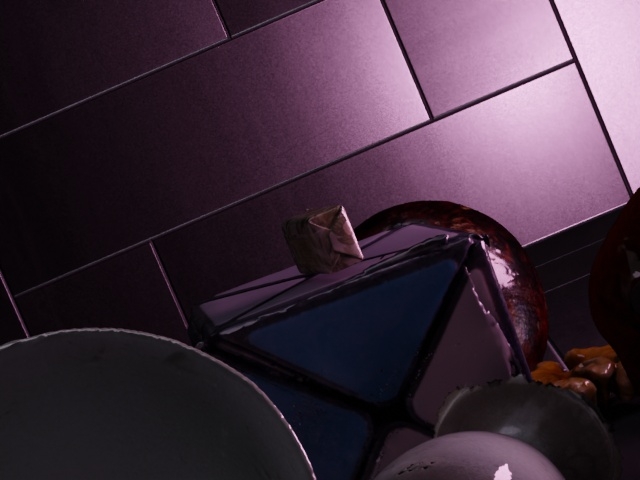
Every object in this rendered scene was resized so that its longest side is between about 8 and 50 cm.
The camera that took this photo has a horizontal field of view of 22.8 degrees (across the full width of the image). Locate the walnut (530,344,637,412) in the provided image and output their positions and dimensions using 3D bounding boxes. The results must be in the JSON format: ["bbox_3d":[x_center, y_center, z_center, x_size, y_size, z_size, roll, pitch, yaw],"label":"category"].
[{"bbox_3d":[0.307,0.169,1.852,0.143,0.069,0.170,-22,6,-8],"label":"walnut"}]

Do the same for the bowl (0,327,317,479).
[{"bbox_3d":[-0.187,0.307,1.303,0.435,0.434,0.196,-23,-33,-3],"label":"bowl"}]

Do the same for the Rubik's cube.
[{"bbox_3d":[0.048,0.171,1.661,0.305,0.307,0.310,-21,5,-8],"label":"Rubik's cube"}]

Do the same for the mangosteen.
[{"bbox_3d":[0.116,0.100,1.998,0.306,0.306,0.360,-20,-13,39],"label":"mangosteen"}]

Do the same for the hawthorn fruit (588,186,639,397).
[{"bbox_3d":[0.401,0.056,1.463,0.295,0.295,0.311,-20,-29,40],"label":"hawthorn fruit"}]

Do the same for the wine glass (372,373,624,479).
[{"bbox_3d":[0.132,0.227,1.281,0.190,0.190,0.357,-22,5,20],"label":"wine glass"}]

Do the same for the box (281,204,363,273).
[{"bbox_3d":[0.000,0.000,1.570,0.045,0.062,0.098,-24,8,-19],"label":"box"}]
